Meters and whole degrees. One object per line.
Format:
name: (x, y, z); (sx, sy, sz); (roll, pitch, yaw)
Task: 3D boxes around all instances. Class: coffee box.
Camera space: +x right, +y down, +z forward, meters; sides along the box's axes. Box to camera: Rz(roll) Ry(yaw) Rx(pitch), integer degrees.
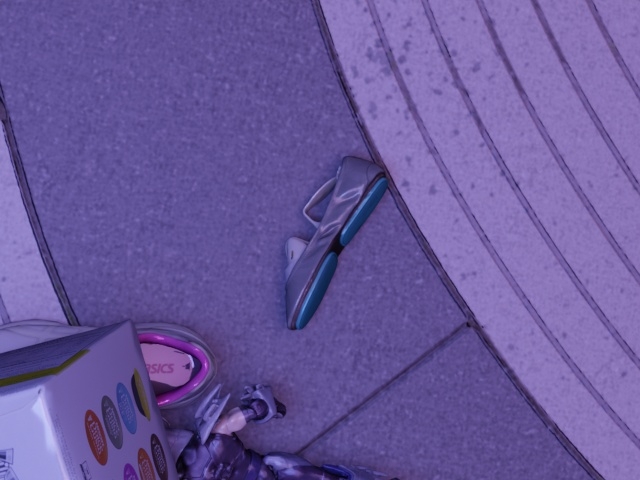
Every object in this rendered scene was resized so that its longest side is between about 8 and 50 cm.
coffee box: (-0.319, 0.295, 1.595); (0.338, 0.334, 0.337); (-15, 95, 8)

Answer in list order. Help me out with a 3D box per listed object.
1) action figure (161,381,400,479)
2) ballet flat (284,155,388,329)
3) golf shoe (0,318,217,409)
action figure: (-0.059, 0.255, 1.841); (0.285, 0.099, 0.185); (23, 110, -14)
ballet flat: (0.000, 0.000, 1.919); (0.068, 0.072, 0.213); (27, 77, 15)
golf shoe: (-0.255, 0.134, 1.789); (0.306, 0.140, 0.115); (-6, 88, -15)
